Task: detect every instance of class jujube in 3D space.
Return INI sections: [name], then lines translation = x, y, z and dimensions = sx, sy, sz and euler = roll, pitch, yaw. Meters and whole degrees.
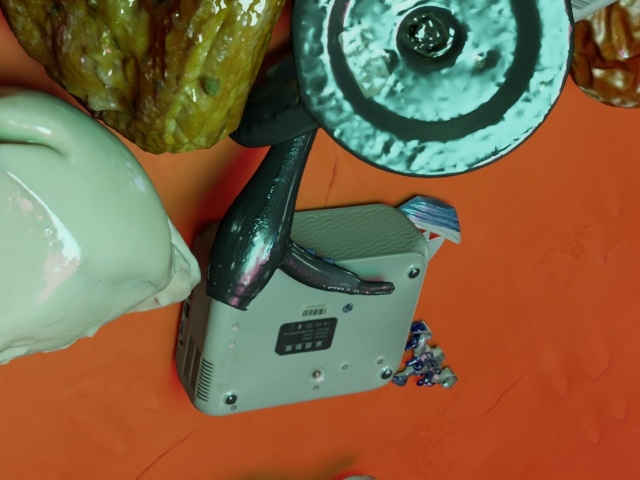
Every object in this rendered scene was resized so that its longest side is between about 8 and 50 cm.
[jujube]
translation = 0.322, -0.255, 1.422
dimensions = 0.174, 0.174, 0.250
euler = -30, 141, -11

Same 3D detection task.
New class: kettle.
[kettle]
translation = 0.055, -0.178, 1.221
dimensions = 0.321, 0.324, 0.228
euler = -31, 102, 10

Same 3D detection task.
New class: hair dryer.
[hair dryer]
translation = 0.000, 0.000, 1.368
dimensions = 0.219, 0.075, 0.195
euler = 26, 88, -36

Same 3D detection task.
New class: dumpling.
[dumpling]
translation = -0.294, 0.006, 1.226
dimensions = 0.316, 0.233, 0.395
euler = -21, 159, 25

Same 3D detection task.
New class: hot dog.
[hot dog]
translation = -0.122, -0.250, 1.072
dimensions = 0.174, 0.267, 0.387
euler = -33, 149, -55

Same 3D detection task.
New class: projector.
[projector]
translation = -0.020, 0.078, 1.492
dimensions = 0.251, 0.108, 0.198
euler = -6, 127, -28

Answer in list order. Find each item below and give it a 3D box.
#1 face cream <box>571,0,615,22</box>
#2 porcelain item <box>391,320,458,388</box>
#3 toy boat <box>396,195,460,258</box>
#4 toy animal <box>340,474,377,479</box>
[face cream]
translation = 0.249, -0.253, 1.269
dimensions = 0.082, 0.269, 0.081
euler = 3, 80, -20
[porcelain item]
translation = 0.122, 0.160, 1.726
dimensions = 0.075, 0.021, 0.136
euler = -34, 136, -1
[toy boat]
translation = 0.114, 0.013, 1.588
dimensions = 0.105, 0.034, 0.149
euler = -5, 125, -21
[toy animal]
translation = -0.067, 0.406, 1.701
dimensions = 0.325, 0.154, 0.208
euler = -10, 135, -34
